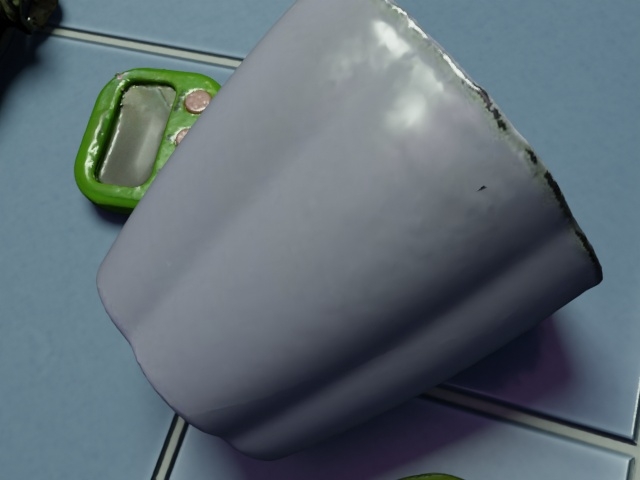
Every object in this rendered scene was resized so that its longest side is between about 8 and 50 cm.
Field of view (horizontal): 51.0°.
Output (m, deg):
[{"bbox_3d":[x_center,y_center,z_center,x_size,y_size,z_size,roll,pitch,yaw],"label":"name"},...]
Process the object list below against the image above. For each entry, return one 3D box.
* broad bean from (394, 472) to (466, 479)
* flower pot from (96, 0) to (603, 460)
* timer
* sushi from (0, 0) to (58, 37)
[{"bbox_3d":[0.024,0.208,0.458,0.213,0.048,0.070,-13,67,1],"label":"broad bean"},{"bbox_3d":[0.000,0.000,0.442,0.243,0.265,0.265,-40,68,3],"label":"flower pot"},{"bbox_3d":[-0.148,-0.088,0.602,0.128,0.047,0.140,8,71,11],"label":"timer"},{"bbox_3d":[-0.354,-0.262,0.608,0.225,0.238,0.219,42,74,3],"label":"sushi"}]
